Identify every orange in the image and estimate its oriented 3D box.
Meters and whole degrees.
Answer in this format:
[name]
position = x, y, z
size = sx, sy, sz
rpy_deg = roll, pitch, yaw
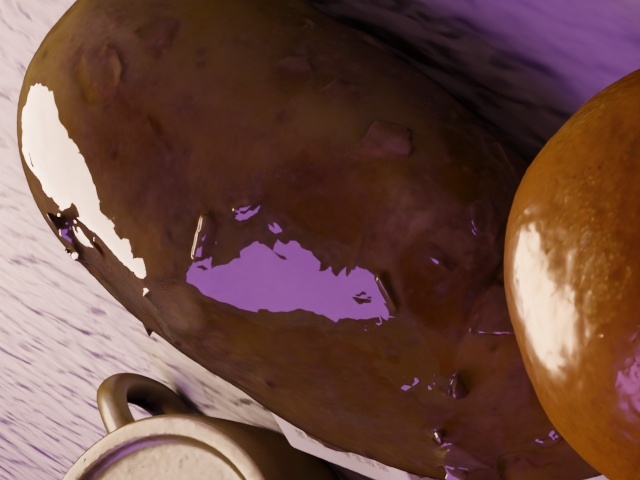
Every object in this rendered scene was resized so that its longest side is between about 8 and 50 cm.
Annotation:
[orange]
position = 0.135, 0.010, 0.546
size = 0.159, 0.159, 0.136
rpy_deg = 40, 132, 3

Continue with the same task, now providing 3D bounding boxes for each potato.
[potato]
position = 0.000, 0.000, 0.737
size = 0.296, 0.141, 0.192
rpy_deg = 29, 155, 20

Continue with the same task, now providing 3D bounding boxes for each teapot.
[teapot]
position = -0.057, 0.193, 1.109
size = 0.175, 0.185, 0.268
rpy_deg = 28, -149, -58

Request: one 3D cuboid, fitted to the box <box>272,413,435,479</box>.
[box]
position = 0.002, 0.055, 0.934
size = 0.100, 0.048, 0.152
rpy_deg = 14, 141, 41
